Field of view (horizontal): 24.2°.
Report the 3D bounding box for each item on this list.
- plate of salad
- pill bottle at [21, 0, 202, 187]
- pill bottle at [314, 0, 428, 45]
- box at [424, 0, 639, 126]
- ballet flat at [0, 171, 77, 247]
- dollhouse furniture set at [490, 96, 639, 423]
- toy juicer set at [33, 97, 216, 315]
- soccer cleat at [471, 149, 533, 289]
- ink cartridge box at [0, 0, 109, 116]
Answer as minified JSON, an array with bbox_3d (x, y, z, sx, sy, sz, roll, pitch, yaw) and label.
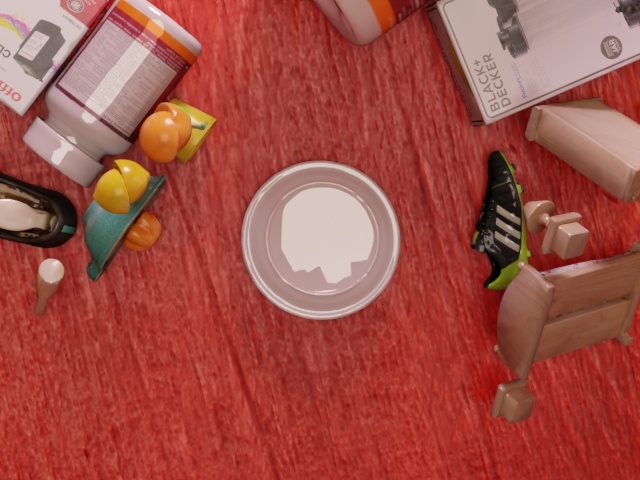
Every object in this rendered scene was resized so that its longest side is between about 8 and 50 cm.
[{"bbox_3d":[0.000,0.000,1.867,0.200,0.048,0.199,1,84,-7],"label":"plate of salad"},{"bbox_3d":[-0.252,-0.180,1.791,0.121,0.121,0.221,37,91,-7],"label":"pill bottle"},{"bbox_3d":[0.141,-0.426,1.757,0.392,0.224,0.224,-36,97,-2],"label":"pill bottle"},{"bbox_3d":[0.296,-0.270,1.852,0.290,0.087,0.169,-22,96,-3],"label":"box"},{"bbox_3d":[-0.430,-0.057,1.797,0.281,0.096,0.095,12,94,-6],"label":"ballet flat"},{"bbox_3d":[0.332,0.015,1.888,0.303,0.174,0.355,-11,128,-35],"label":"dollhouse furniture set"},{"bbox_3d":[-0.233,-0.022,1.761,0.089,0.209,0.329,36,90,-3],"label":"toy juicer set"},{"bbox_3d":[0.223,-0.023,1.879,0.072,0.060,0.178,-11,98,-5],"label":"soccer cleat"},{"bbox_3d":[-0.352,-0.252,1.769,0.127,0.072,0.175,36,91,-13],"label":"ink cartridge box"}]
